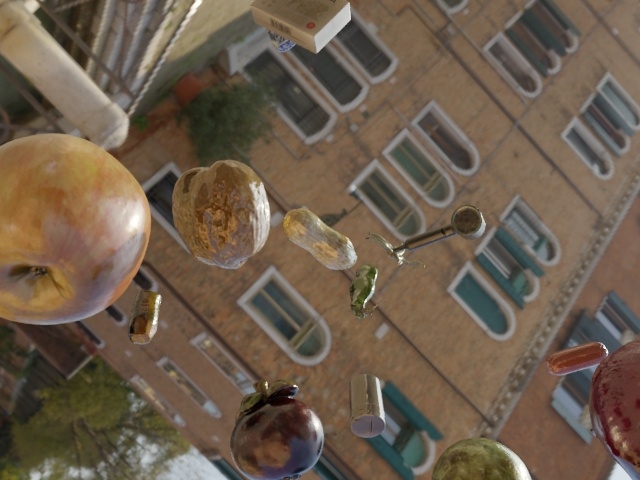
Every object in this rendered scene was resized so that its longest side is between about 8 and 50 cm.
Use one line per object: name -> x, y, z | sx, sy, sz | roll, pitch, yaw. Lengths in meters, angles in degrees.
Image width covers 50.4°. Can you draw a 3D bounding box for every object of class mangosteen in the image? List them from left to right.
mangosteen -> -0.086, 0.353, 1.276 | 0.200, 0.200, 0.200 | -43, -175, 5

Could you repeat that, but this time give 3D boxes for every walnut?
walnut -> -0.305, -0.075, 2.137 | 0.306, 0.343, 0.306 | -17, -171, 3

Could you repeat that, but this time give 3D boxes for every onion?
onion -> 0.736, 0.332, 1.387 | 0.348, 0.348, 0.385 | -46, 152, -27

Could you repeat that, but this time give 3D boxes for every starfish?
starfish -> 0.247, 0.040, 2.262 | 0.050, 0.224, 0.217 | -63, -176, 12

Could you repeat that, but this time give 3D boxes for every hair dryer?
hair dryer -> 0.309, -0.014, 1.786 | 0.249, 0.077, 0.196 | -19, 170, 14

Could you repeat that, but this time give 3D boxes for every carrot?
carrot -> -0.485, 0.206, 1.883 | 0.082, 0.082, 0.173 | -40, -145, 34

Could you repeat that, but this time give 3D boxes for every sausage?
sausage -> 0.657, 0.302, 1.745 | 0.154, 0.062, 0.062 | -17, -173, 3

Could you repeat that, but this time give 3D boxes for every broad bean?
broad bean -> 0.123, 0.136, 1.838 | 0.098, 0.056, 0.318 | -27, -163, 7

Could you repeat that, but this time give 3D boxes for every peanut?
peanut -> 0.000, 0.000, 1.590 | 0.087, 0.207, 0.087 | -45, -158, 24

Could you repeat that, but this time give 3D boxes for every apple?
apple -> -0.536, -0.018, 1.365 | 0.391, 0.392, 0.346 | -40, -151, 31

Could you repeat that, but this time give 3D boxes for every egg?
egg -> 0.395, 0.606, 1.634 | 0.238, 0.238, 0.289 | -44, -163, -2

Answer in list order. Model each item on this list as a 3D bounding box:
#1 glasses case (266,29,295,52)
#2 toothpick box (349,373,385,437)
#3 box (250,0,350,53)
glasses case -> -0.132, -0.674, 2.059 | 0.087, 0.247, 0.065 | -32, 148, 20
toothpick box -> 0.148, 0.531, 2.188 | 0.111, 0.111, 0.180 | -41, -156, 23
box -> -0.048, -0.542, 1.614 | 0.141, 0.201, 0.058 | -50, 156, -19
